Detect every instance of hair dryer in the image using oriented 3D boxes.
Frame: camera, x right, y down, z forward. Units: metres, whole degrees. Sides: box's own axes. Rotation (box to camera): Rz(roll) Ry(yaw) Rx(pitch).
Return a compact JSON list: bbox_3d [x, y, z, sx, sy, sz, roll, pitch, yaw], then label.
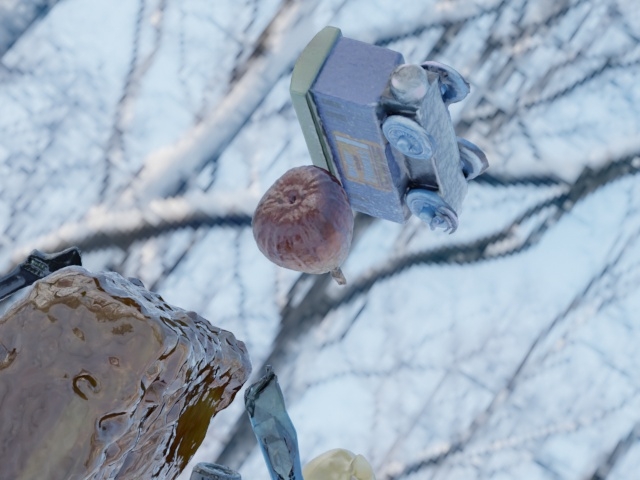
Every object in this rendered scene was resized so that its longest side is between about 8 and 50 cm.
[{"bbox_3d":[-0.086,0.388,2.601,0.219,0.124,0.071,20,5,11],"label":"hair dryer"}]

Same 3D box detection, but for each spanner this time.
[{"bbox_3d":[-0.303,0.049,1.822,0.208,0.012,0.046,-25,-59,27],"label":"spanner"}]

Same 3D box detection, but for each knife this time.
[{"bbox_3d":[-0.025,0.271,2.067,0.026,0.044,0.297,21,-47,63],"label":"knife"}]

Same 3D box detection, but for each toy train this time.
[{"bbox_3d":[0.086,-0.128,2.372,0.202,0.131,0.300,17,-28,23],"label":"toy train"}]

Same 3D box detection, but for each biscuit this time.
[{"bbox_3d":[-0.235,0.188,1.748,0.166,0.343,0.395,33,-3,10],"label":"biscuit"}]

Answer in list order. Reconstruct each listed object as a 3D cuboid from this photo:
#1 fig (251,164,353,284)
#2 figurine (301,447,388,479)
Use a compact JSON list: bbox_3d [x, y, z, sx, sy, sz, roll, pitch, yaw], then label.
[{"bbox_3d":[-0.003,-0.003,2.128,0.153,0.119,0.119,50,-31,-16],"label":"fig"},{"bbox_3d":[0.045,0.310,2.193,0.196,0.108,0.114,26,-38,52],"label":"figurine"}]
